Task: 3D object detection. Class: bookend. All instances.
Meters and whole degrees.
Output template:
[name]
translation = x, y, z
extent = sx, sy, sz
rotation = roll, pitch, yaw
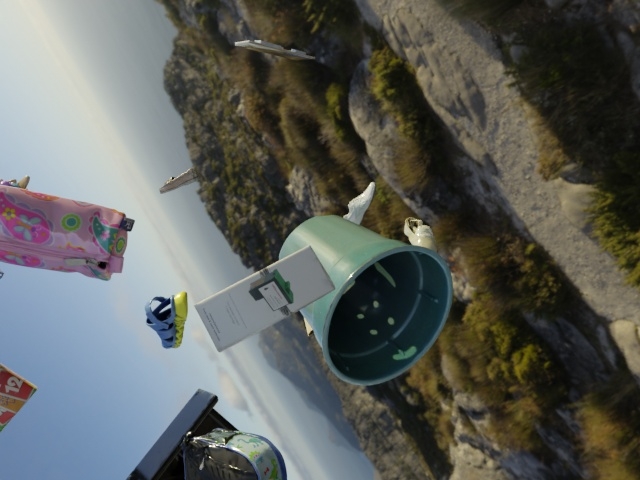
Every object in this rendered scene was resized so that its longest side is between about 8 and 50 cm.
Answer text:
[bookend]
translation = -0.162, 0.330, 0.709
extent = 0.157, 0.156, 0.072
rotation = 50, 150, -19

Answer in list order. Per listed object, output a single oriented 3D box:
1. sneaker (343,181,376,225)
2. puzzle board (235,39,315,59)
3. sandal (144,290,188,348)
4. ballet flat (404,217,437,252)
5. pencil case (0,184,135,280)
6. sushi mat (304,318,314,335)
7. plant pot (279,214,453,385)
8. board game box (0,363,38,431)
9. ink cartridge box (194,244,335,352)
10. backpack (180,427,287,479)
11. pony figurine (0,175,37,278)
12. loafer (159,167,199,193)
[sneaker]
translation = 0.117, -0.109, 1.460
extent = 0.061, 0.152, 0.053
rotation = 29, -165, 7
[puzzle board]
translation = -0.085, -0.354, 0.910
extent = 0.096, 0.128, 0.011
rotation = 35, 118, 60
[sandal]
translation = -0.543, 0.279, 1.715
extent = 0.317, 0.138, 0.126
rotation = 113, 152, -46
[ballet flat]
translation = 0.347, -0.025, 1.715
extent = 0.086, 0.086, 0.248
rotation = 64, 180, -19
[pencil case]
translation = -0.451, -0.014, 0.771
extent = 0.124, 0.284, 0.124
rotation = -167, 90, -71
[sushi mat]
translation = -0.003, 0.221, 1.739
extent = 0.019, 0.151, 0.316
rotation = 50, -176, -17
[plant pot]
translation = 0.074, 0.108, 1.184
extent = 0.334, 0.341, 0.341
rotation = 37, 154, 52
[board game box]
translation = -0.756, 0.294, 1.038
extent = 0.259, 0.124, 0.039
rotation = 42, 159, -15
[ink cartridge box]
translation = -0.098, 0.105, 0.873
extent = 0.093, 0.219, 0.160
rotation = 61, 168, 5
[backpack]
translation = -0.090, 0.270, 0.556
extent = 0.114, 0.084, 0.105
rotation = -3, 87, 35
[pony figurine]
translation = -0.766, 0.007, 0.945
extent = 0.302, 0.364, 0.351
rotation = 36, -170, 20
[loafer]
translation = -0.399, -0.167, 1.370
extent = 0.045, 0.125, 0.039
rotation = -63, -46, -69
